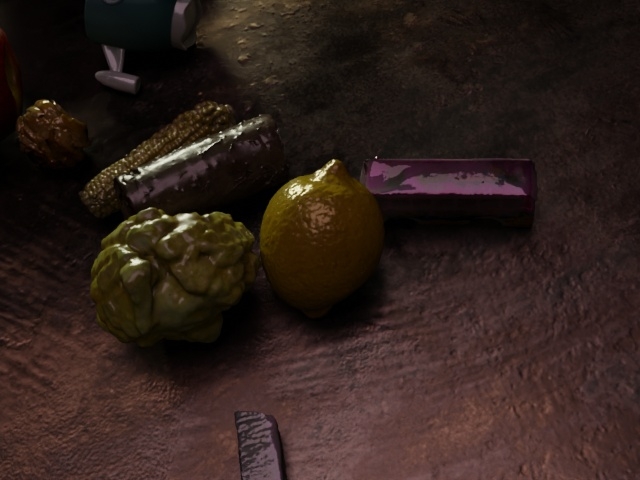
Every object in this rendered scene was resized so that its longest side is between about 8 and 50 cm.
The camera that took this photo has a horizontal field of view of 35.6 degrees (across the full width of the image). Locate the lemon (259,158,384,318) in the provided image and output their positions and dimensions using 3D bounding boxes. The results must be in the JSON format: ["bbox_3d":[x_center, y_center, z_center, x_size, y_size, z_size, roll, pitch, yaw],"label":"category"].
[{"bbox_3d":[0.000,0.000,1.457,0.187,0.244,0.187,11,18,-4],"label":"lemon"}]

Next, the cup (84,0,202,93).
[{"bbox_3d":[-0.304,-0.405,1.751,0.173,0.167,0.300,13,89,3],"label":"cup"}]

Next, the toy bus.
[{"bbox_3d":[0.191,-0.077,1.531,0.274,0.112,0.090,0,68,7],"label":"toy bus"}]

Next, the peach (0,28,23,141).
[{"bbox_3d":[-0.670,-0.248,1.647,0.338,0.281,0.281,-10,60,1],"label":"peach"}]

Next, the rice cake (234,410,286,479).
[{"bbox_3d":[-0.065,0.400,1.319,0.072,0.056,0.365,-12,60,0],"label":"rice cake"}]

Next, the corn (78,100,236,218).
[{"bbox_3d":[-0.263,-0.135,1.632,0.288,0.086,0.086,-35,62,-10],"label":"corn"}]

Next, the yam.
[{"bbox_3d":[-0.180,-0.099,1.561,0.279,0.131,0.131,-24,60,-14],"label":"yam"}]

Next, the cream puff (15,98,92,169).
[{"bbox_3d":[-0.450,-0.174,1.663,0.133,0.119,0.104,12,79,43],"label":"cream puff"}]

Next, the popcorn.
[{"bbox_3d":[-0.211,0.052,1.427,0.256,0.255,0.195,-27,74,4],"label":"popcorn"}]
